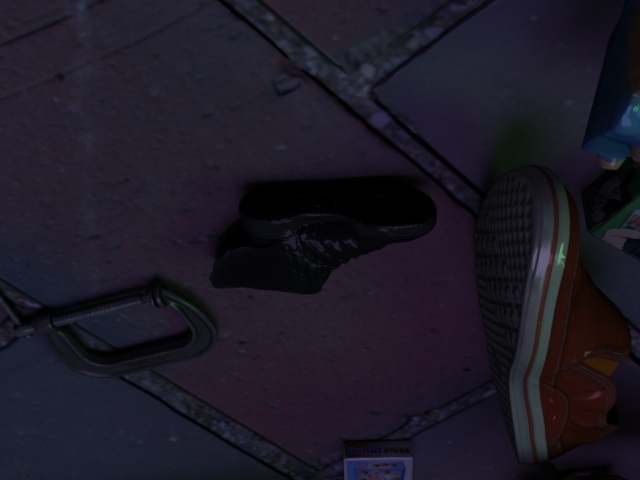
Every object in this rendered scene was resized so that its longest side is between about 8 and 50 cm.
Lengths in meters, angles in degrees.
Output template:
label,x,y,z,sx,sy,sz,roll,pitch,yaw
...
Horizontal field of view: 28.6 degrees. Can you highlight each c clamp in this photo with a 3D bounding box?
label,x,y,z,sx,sy,sz,roll,pitch,yaw
c clamp,-0.169,0.068,1.005,0.161,0.022,0.137,-11,135,11

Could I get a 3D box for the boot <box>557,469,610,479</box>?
label,x,y,z,sx,sy,sz,roll,pitch,yaw
boot,0.285,0.289,1.198,0.213,0.077,0.165,-11,125,-10

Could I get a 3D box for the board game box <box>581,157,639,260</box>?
label,x,y,z,sx,sy,sz,roll,pitch,yaw
board game box,0.379,-0.016,0.904,0.317,0.046,0.213,26,129,-25

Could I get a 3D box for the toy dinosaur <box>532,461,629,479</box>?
label,x,y,z,sx,sy,sz,roll,pitch,yaw
toy dinosaur,0.233,0.226,1.015,0.200,0.127,0.296,-27,172,39

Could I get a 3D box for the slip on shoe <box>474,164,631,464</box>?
label,x,y,z,sx,sy,sz,roll,pitch,yaw
slip on shoe,0.178,0.059,0.936,0.101,0.123,0.331,-14,140,2

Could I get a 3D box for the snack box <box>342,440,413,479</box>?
label,x,y,z,sx,sy,sz,roll,pitch,yaw
snack box,0.055,0.251,1.196,0.064,0.022,0.178,-1,136,2

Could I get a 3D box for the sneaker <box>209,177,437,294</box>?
label,x,y,z,sx,sy,sz,roll,pitch,yaw
sneaker,0.000,0.002,0.921,0.170,0.051,0.089,1,136,6

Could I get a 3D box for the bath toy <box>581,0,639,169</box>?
label,x,y,z,sx,sy,sz,roll,pitch,yaw
bath toy,0.336,-0.070,0.736,0.348,0.129,0.151,14,178,-11
